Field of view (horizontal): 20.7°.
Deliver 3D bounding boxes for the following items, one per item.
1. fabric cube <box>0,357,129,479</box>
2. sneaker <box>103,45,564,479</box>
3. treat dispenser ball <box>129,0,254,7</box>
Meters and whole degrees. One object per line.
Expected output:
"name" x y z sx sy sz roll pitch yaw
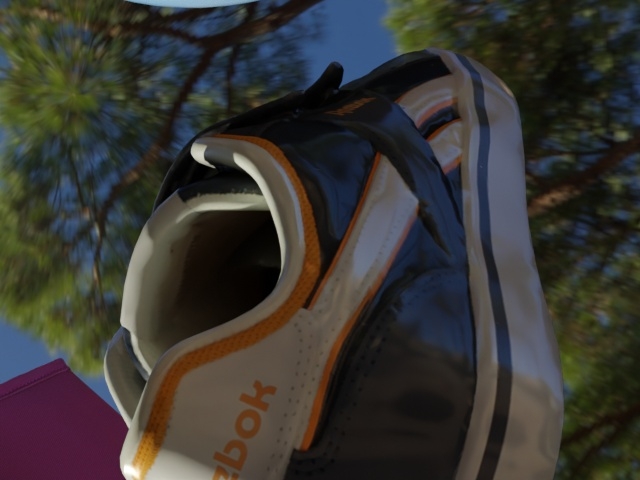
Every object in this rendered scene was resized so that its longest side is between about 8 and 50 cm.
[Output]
"fabric cube" -0.150 0.251 0.860 0.258 0.254 0.259 41 -78 4
"sneaker" 0.000 0.000 0.619 0.127 0.321 0.126 17 -69 -8
"treat dispenser ball" -0.060 -0.252 0.805 0.288 0.288 0.288 -1 -85 -8
